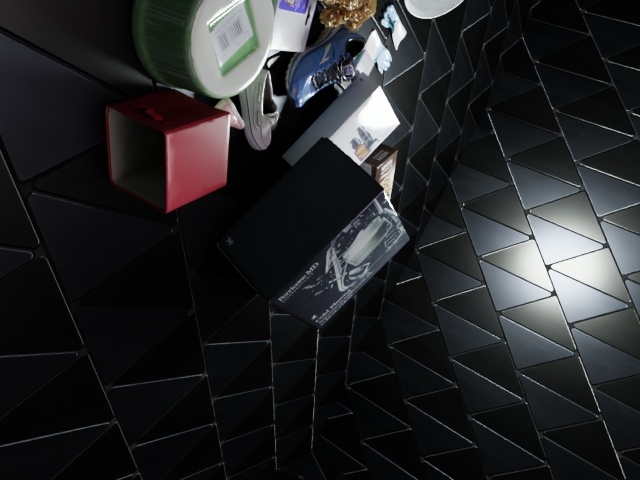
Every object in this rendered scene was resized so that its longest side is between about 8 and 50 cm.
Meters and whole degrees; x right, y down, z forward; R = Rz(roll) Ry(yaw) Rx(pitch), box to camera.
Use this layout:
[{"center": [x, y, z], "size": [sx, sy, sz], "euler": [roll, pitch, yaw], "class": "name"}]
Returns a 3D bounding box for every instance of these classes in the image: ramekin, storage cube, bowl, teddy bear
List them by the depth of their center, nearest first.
[{"center": [-0.236, -0.457, 1.175], "size": [0.303, 0.148, 0.303], "euler": [-44, 150, -34], "class": "ramekin"}, {"center": [-0.334, -0.203, 1.207], "size": [0.193, 0.184, 0.215], "euler": [-36, 144, -47], "class": "storage cube"}, {"center": [0.055, -0.708, 1.506], "size": [0.338, 0.113, 0.245], "euler": [-39, 132, -58], "class": "teddy bear"}, {"center": [0.395, -0.929, 1.873], "size": [0.298, 0.134, 0.298], "euler": [-20, 154, -10], "class": "bowl"}]

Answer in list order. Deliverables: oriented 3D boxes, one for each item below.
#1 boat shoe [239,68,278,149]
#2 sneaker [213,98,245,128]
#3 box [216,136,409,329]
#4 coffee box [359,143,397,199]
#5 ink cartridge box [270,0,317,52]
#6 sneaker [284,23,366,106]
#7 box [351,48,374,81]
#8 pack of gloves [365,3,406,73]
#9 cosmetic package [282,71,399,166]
[{"center": [-0.157, -0.354, 1.492], "size": [0.267, 0.088, 0.096], "euler": [86, 22, -45], "class": "boat shoe"}, {"center": [-0.247, -0.319, 1.425], "size": [0.070, 0.051, 0.134], "euler": [-40, 163, -4], "class": "sneaker"}, {"center": [0.000, 0.000, 1.812], "size": [0.480, 0.297, 0.472], "euler": [-45, 153, 0], "class": "box"}, {"center": [0.220, -0.247, 2.317], "size": [0.168, 0.119, 0.297], "euler": [-42, 149, -36], "class": "coffee box"}, {"center": [-0.081, -0.606, 1.441], "size": [0.208, 0.045, 0.206], "euler": [-29, 140, -59], "class": "ink cartridge box"}, {"center": [0.019, -0.517, 1.614], "size": [0.330, 0.147, 0.130], "euler": [-53, 154, -18], "class": "sneaker"}, {"center": [0.101, -0.574, 1.770], "size": [0.087, 0.101, 0.102], "euler": [-62, 155, 1], "class": "box"}, {"center": [0.252, -0.723, 1.981], "size": [0.195, 0.046, 0.232], "euler": [-64, 155, 3], "class": "pack of gloves"}, {"center": [0.079, -0.345, 1.854], "size": [0.377, 0.097, 0.284], "euler": [-46, 154, 6], "class": "cosmetic package"}]
